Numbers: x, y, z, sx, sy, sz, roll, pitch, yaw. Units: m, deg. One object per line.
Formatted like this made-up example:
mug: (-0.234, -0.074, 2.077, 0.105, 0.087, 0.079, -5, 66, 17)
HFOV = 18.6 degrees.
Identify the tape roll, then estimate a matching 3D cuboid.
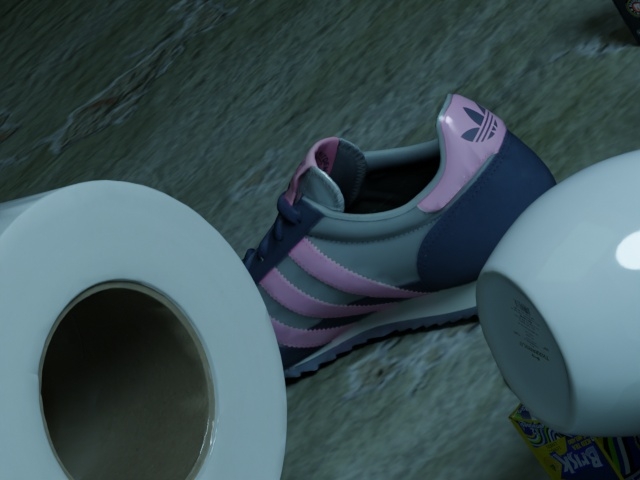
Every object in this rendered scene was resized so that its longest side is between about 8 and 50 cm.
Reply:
tape roll: (-0.162, 0.097, 1.123, 0.169, 0.246, 0.246, -10, 34, 42)

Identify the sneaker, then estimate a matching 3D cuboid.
sneaker: (0.000, 0.000, 1.232, 0.319, 0.131, 0.112, -22, 26, 28)

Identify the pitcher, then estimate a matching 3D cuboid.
pitcher: (0.170, 0.003, 0.935, 0.207, 0.125, 0.178, -25, 22, -18)

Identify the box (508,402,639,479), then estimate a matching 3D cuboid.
box: (0.174, 0.053, 1.006, 0.059, 0.054, 0.169, 0, 42, 52)

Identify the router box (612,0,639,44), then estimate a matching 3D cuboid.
router box: (0.248, -0.189, 1.313, 0.122, 0.092, 0.038, -12, 33, 42)
